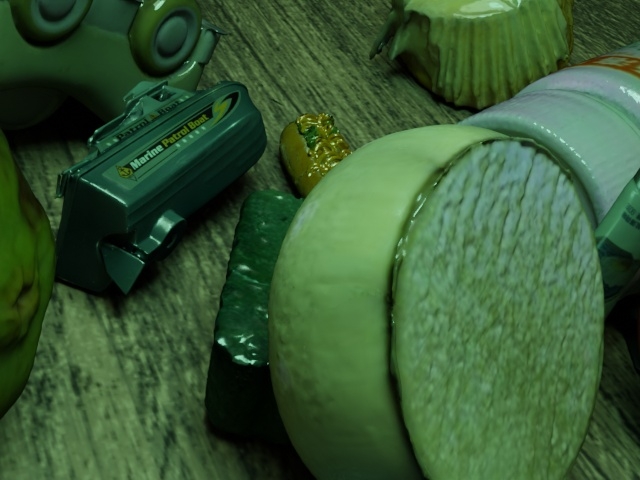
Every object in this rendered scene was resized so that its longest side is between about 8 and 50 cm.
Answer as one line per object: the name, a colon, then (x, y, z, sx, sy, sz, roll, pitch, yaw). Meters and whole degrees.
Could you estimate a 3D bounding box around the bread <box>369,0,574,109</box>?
bread: (0.218, -0.304, 1.361, 0.236, 0.183, 0.389, 8, 38, 18)

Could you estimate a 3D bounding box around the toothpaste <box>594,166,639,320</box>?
toothpaste: (0.204, 0.036, 0.794, 0.062, 0.239, 0.039, 36, 33, 16)

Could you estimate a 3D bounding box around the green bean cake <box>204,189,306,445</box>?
green bean cake: (0.015, 0.068, 0.796, 0.193, 0.107, 0.208, 15, 35, -5)

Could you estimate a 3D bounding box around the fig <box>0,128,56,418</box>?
fig: (-0.303, 0.019, 0.641, 0.271, 0.239, 0.239, 4, 32, 15)

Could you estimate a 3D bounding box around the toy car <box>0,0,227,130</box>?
toy car: (-0.286, -0.189, 0.985, 0.242, 0.226, 0.336, 33, 12, 24)

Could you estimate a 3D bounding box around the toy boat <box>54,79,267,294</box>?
toy boat: (-0.137, -0.071, 0.924, 0.122, 0.114, 0.296, 30, 37, 7)

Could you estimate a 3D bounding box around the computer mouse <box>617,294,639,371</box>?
computer mouse: (0.316, 0.084, 0.941, 0.079, 0.047, 0.135, 6, 33, -15)

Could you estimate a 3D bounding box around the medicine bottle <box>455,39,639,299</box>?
medicine bottle: (0.279, -0.068, 0.987, 0.219, 0.219, 0.388, 37, 40, 29)

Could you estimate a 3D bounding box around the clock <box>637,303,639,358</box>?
clock: (0.339, 0.102, 0.846, 0.205, 0.051, 0.205, 14, 61, -27)

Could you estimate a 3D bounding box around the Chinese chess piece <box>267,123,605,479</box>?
Chinese chess piece: (0.087, 0.058, 0.694, 0.112, 0.270, 0.270, 0, 19, 42)

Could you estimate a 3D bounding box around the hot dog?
hot dog: (0.008, -0.068, 1.028, 0.072, 0.055, 0.188, 0, 37, -24)
